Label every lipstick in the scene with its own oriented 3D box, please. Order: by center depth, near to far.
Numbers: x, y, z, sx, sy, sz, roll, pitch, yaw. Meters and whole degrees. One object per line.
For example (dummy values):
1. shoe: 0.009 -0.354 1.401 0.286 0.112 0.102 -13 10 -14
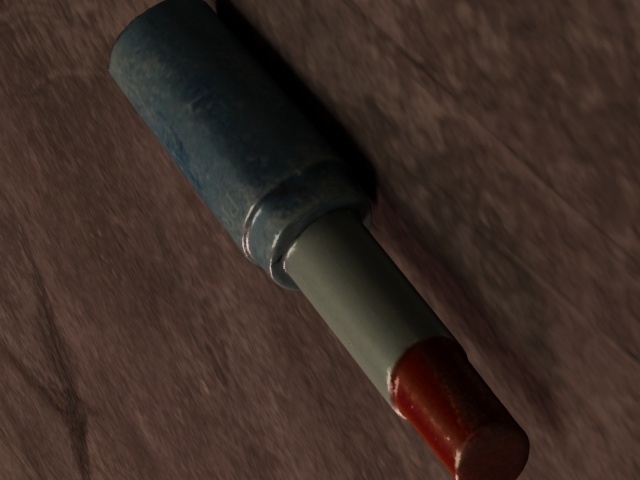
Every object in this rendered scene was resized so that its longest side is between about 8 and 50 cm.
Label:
1. lipstick: 0.000 0.000 0.880 0.274 0.061 0.068 52 168 28
